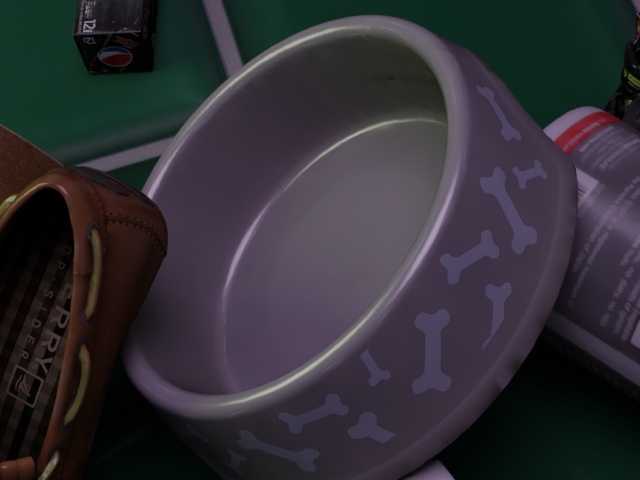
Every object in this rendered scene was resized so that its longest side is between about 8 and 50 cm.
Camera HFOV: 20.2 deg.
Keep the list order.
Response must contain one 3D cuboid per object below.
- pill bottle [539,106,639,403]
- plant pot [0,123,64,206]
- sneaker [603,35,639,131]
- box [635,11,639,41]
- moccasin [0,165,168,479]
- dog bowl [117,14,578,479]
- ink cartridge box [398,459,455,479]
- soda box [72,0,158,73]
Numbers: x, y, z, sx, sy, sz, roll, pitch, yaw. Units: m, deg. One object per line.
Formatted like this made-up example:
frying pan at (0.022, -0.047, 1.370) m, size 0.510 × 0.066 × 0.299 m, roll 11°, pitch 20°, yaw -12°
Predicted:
pill bottle at (0.257, 0.042, 1.213) m, size 0.283 × 0.161 × 0.161 m, roll 34°, pitch 67°, yaw 25°
plant pot at (-0.308, 0.034, 1.273) m, size 0.237 × 0.237 × 0.254 m, roll 23°, pitch 77°, yaw 21°
sneaker at (0.239, -0.110, 1.330) m, size 0.067 × 0.078 × 0.188 m, roll 46°, pitch 111°, yaw 37°
box at (0.382, -0.144, 1.385) m, size 0.233 × 0.044 × 0.159 m, roll -20°, pitch 57°, yaw -5°
moccasin at (-0.216, 0.133, 1.156) m, size 0.139 × 0.147 × 0.380 m, roll 32°, pitch 101°, yaw 17°
dog bowl at (0.000, 0.000, 1.210) m, size 0.348 × 0.102 × 0.349 m, roll -26°, pitch 45°, yaw 29°
ink cartridge box at (0.068, 0.305, 1.094) m, size 0.201 × 0.117 × 0.278 m, roll -30°, pitch 58°, yaw -12°
soda box at (-0.167, -0.222, 1.503) m, size 0.060 × 0.053 × 0.169 m, roll -2°, pitch 58°, yaw 5°
